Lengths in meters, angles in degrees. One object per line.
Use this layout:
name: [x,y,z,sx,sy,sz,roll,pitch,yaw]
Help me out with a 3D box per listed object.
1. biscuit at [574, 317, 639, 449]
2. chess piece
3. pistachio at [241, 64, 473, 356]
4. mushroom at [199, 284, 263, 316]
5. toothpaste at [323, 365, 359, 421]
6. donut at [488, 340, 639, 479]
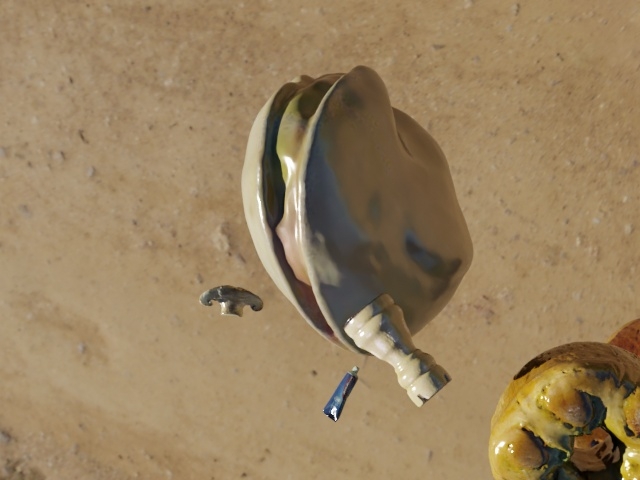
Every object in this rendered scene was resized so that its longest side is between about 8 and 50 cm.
biscuit: [0.546,0.271,1.340,0.277,0.052,0.262,31,88,15]
chess piece: [0.087,0.124,0.939,0.122,0.066,0.066,51,128,14]
pistachio: [0.055,-0.038,1.195,0.281,0.365,0.446,-1,135,31]
mushroom: [-0.139,0.094,1.325,0.101,0.019,0.049,4,82,-5]
toothpaste: [0.033,0.217,1.211,0.027,0.019,0.083,29,86,21]
donut: [0.298,0.222,0.940,0.226,0.114,0.227,1,109,3]
